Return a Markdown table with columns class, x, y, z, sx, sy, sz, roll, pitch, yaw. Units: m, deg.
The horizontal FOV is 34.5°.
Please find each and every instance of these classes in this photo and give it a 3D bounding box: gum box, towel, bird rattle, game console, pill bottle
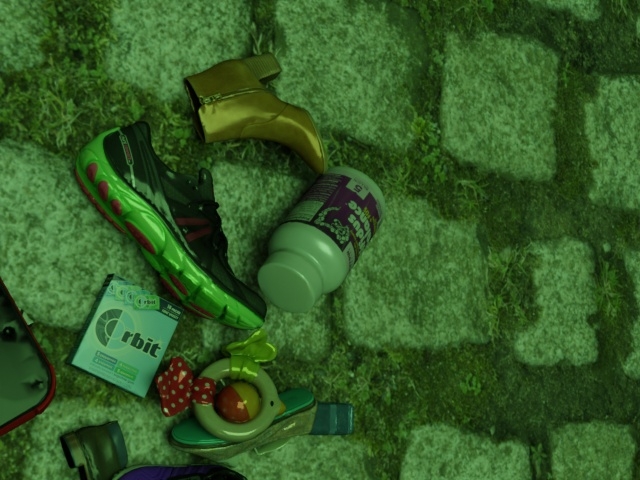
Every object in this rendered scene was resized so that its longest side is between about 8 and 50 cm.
| class | x | y | z | sx | sy | sz | roll | pitch | yaw |
| --- | --- | --- | --- | --- | --- | --- | --- | --- | --- |
| gum box | -0.363 | 0.179 | 1.929 | 0.157 | 0.041 | 0.184 | 31 | 70 | -24 |
| towel | 0.014 | 0.370 | 2.139 | 0.119 | 0.029 | 0.067 | 7 | 82 | -30 |
| bird rattle | -0.177 | 0.281 | 1.938 | 0.253 | 0.143 | 0.207 | -24 | 66 | -38 |
| game console | -0.661 | 0.178 | 1.712 | 0.342 | 0.060 | 0.386 | -30 | 87 | -24 |
| pill bottle | 0.000 | 0.000 | 2.043 | 0.169 | 0.169 | 0.301 | 50 | 47 | -17 |

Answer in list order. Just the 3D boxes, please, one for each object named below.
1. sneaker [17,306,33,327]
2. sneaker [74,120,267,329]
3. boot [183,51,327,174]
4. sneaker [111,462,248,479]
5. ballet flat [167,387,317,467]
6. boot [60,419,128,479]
| class | x | y | z | sx | sy | sz | roll | pitch | yaw |
| --- | --- | --- | --- | --- | --- | --- | --- | --- | --- |
| sneaker | -0.564 | 0.156 | 1.821 | 0.109 | 0.040 | 0.044 | -30 | 84 | -33 |
| sneaker | -0.243 | -0.023 | 1.939 | 0.202 | 0.185 | 0.483 | -46 | 109 | -23 |
| boot | -0.134 | -0.226 | 2.058 | 0.211 | 0.104 | 0.295 | -26 | 82 | -22 |
| sneaker | -0.248 | 0.457 | 1.875 | 0.293 | 0.146 | 0.102 | 0 | 86 | -45 |
| ballet flat | -0.143 | 0.381 | 2.006 | 0.316 | 0.107 | 0.106 | -11 | 121 | -25 |
| boot | -0.382 | 0.435 | 1.871 | 0.106 | 0.082 | 0.219 | -22 | 95 | -27 |
